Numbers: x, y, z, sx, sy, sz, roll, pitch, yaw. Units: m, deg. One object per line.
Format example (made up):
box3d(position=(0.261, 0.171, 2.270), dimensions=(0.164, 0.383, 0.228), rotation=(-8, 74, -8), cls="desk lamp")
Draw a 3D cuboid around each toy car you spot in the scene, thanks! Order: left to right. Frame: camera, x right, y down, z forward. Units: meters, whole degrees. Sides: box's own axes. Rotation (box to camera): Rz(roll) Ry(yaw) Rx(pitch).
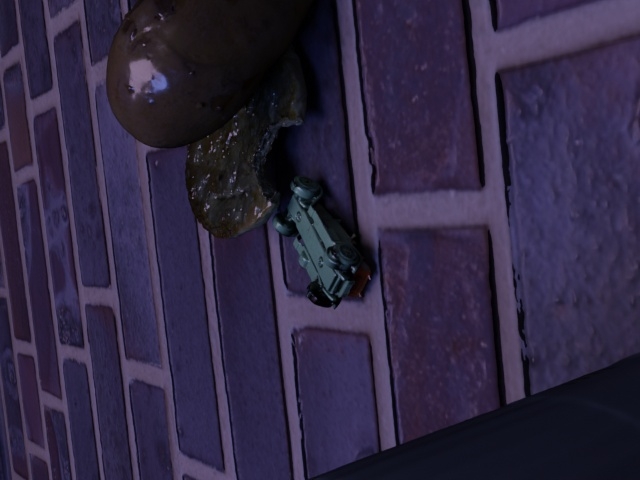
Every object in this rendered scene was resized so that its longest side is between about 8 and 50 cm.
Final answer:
box3d(position=(0.000, 0.000, 0.876), dimensions=(0.143, 0.054, 0.073), rotation=(62, 140, 39), cls="toy car")

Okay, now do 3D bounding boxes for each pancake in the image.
box3d(position=(-0.091, -0.127, 0.966), dimensions=(0.253, 0.037, 0.254), rotation=(-18, 68, 53), cls="pancake")

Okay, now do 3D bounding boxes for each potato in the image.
box3d(position=(-0.109, -0.209, 0.840), dimensions=(0.165, 0.165, 0.262), rotation=(6, 64, 55), cls="potato")

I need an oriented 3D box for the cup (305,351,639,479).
box3d(position=(0.162, 0.212, 0.456), dimensions=(0.331, 0.311, 0.257), rotation=(-16, 84, 55), cls="cup")
